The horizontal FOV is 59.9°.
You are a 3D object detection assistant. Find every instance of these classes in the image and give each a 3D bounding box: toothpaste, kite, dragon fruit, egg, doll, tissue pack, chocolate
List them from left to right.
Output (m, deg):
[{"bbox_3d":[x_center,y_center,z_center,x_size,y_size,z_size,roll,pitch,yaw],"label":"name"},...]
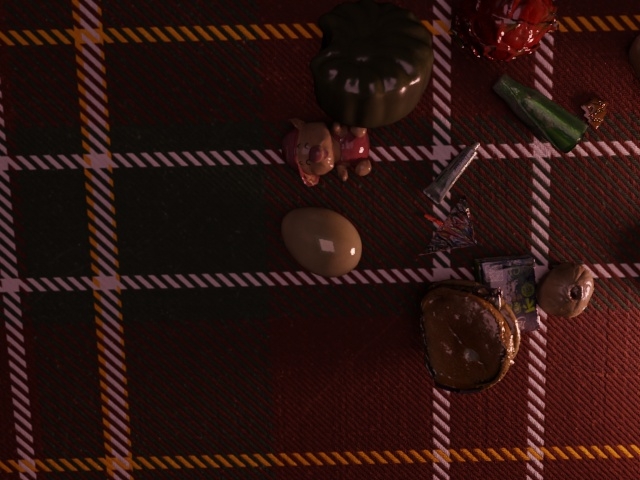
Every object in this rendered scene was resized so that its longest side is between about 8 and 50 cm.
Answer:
[{"bbox_3d":[0.000,0.000,1.612,0.254,0.188,0.188,30,96,3],"label":"egg"},{"bbox_3d":[0.015,-0.261,1.601,0.256,0.152,0.196,-5,84,5],"label":"doll"},{"bbox_3d":[0.395,-0.030,1.699,0.189,0.009,0.232,32,96,-4],"label":"kite"},{"bbox_3d":[0.400,-0.208,1.665,0.064,0.041,0.218,41,98,7],"label":"toothpaste"},{"bbox_3d":[0.508,-0.615,1.520,0.299,0.244,0.244,-10,97,-16],"label":"dragon fruit"},{"bbox_3d":[0.565,0.165,1.690,0.174,0.073,0.235,-7,97,3],"label":"tissue pack"},{"bbox_3d":[0.630,-0.378,1.617,0.291,0.110,0.110,36,95,-1],"label":"chocolate"}]

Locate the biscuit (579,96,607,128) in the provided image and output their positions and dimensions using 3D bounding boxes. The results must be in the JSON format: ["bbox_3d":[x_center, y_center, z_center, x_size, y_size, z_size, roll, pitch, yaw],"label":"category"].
[{"bbox_3d":[0.815,-0.380,1.655,0.082,0.016,0.092,-5,95,0],"label":"biscuit"}]

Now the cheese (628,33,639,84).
[{"bbox_3d":[1.084,-0.450,1.560,0.352,0.129,0.328,-7,78,1],"label":"cheese"}]

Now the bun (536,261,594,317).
[{"bbox_3d":[0.744,0.151,1.669,0.167,0.113,0.172,8,99,-1],"label":"bun"}]

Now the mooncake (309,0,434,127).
[{"bbox_3d":[0.136,-0.481,1.500,0.352,0.187,0.351,1,62,-2],"label":"mooncake"}]

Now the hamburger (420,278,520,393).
[{"bbox_3d":[0.424,0.275,1.600,0.277,0.195,0.317,-1,97,25],"label":"hamburger"}]
